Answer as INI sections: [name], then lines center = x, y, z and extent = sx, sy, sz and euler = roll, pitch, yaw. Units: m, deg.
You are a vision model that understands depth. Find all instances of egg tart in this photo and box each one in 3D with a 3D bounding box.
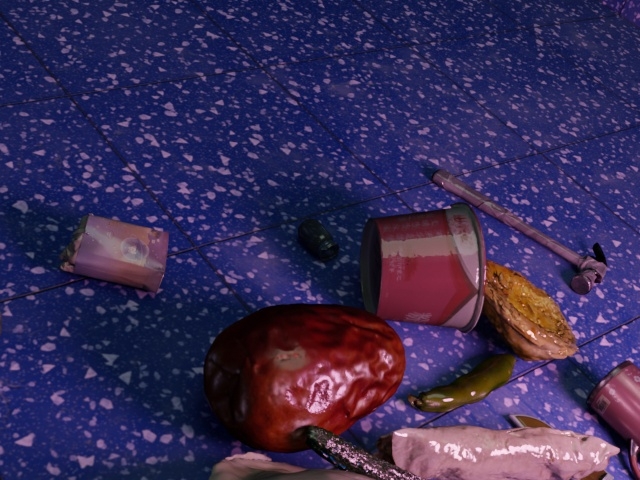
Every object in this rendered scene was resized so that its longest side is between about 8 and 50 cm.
[egg tart]
center = 0.350, 0.134, 1.725
extent = 0.252, 0.098, 0.232
euler = 48, 22, 21

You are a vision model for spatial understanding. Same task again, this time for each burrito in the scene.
[burrito]
center = 0.267, 0.330, 1.462
extent = 0.392, 0.117, 0.076
euler = 6, 51, -18

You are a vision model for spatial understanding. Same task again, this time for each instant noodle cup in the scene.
[instant noodle cup]
center = 0.174, 0.049, 1.693
extent = 0.179, 0.234, 0.234
euler = -1, 41, -9

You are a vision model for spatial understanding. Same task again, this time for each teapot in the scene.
[teapot]
center = -0.004, 0.002, 1.808
extent = 0.049, 0.063, 0.083
euler = -35, 61, -10

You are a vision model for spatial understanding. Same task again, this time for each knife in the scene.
[knife]
center = 0.448, 0.387, 1.544
extent = 0.343, 0.027, 0.061
euler = 39, 46, 23

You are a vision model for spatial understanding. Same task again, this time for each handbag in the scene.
[handbag]
center = -0.343, 0.016, 1.598
extent = 0.173, 0.095, 0.117
euler = 13, 35, -14

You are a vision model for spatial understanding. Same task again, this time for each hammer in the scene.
[hammer]
center = 0.415, -0.035, 2.032
extent = 0.427, 0.044, 0.152
euler = 33, 39, 17

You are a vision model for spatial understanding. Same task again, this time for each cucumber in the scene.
[cucumber]
center = 0.077, 0.328, 1.356
extent = 0.257, 0.043, 0.044
euler = 32, 27, -23

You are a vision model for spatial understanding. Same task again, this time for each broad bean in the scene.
[broad bean]
center = 0.257, 0.244, 1.619
extent = 0.255, 0.046, 0.065
euler = -17, 38, -36

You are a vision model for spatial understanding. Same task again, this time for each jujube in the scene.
[jujube]
center = -0.018, 0.198, 1.440
extent = 0.318, 0.223, 0.223
euler = -7, 45, -41

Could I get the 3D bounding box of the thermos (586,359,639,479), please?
[thermos]
center = 0.590, 0.355, 1.578
extent = 0.136, 0.109, 0.330
euler = -17, 51, -38

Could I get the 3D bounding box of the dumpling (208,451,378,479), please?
[dumpling]
center = 0.007, 0.365, 1.227
extent = 0.395, 0.233, 0.315
euler = 12, 24, -50
